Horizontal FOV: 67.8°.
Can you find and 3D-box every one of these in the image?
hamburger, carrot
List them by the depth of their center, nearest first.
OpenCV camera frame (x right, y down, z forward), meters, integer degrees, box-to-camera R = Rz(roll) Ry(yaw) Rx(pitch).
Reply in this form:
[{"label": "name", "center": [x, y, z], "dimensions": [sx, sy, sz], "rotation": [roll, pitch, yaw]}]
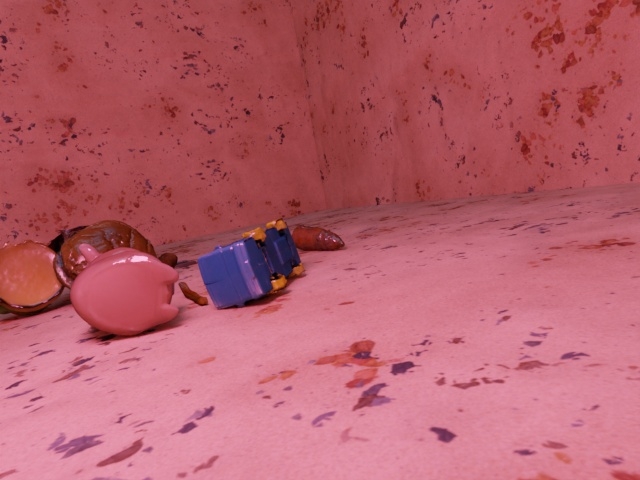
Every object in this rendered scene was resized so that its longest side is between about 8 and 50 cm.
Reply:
[{"label": "hamburger", "center": [-0.909, 0.124, 1.461], "dimensions": [0.237, 0.237, 0.149], "rotation": [-16, -11, -40]}, {"label": "hamburger", "center": [-0.663, 0.057, 1.496], "dimensions": [0.134, 0.265, 0.285], "rotation": [-47, 9, 30]}, {"label": "carrot", "center": [0.000, 0.000, 1.704], "dimensions": [0.101, 0.102, 0.263], "rotation": [-15, 14, -34]}]

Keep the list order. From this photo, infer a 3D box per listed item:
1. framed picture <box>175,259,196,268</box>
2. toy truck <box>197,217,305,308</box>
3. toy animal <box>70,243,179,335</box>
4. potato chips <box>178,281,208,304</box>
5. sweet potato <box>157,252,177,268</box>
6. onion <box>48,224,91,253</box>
[{"label": "framed picture", "center": [-0.635, 0.111, 1.972], "dimensions": [0.203, 0.015, 0.150], "rotation": [-15, 8, -35]}, {"label": "toy truck", "center": [-0.158, 0.053, 1.199], "dimensions": [0.162, 0.161, 0.385], "rotation": [-21, 5, 12]}, {"label": "toy animal", "center": [-0.427, 0.099, 1.043], "dimensions": [0.212, 0.195, 0.256], "rotation": [-4, 2, -20]}, {"label": "potato chips", "center": [-0.322, 0.139, 1.212], "dimensions": [0.026, 0.037, 0.204], "rotation": [-25, 18, -25]}, {"label": "sweet potato", "center": [-0.557, 0.105, 1.662], "dimensions": [0.077, 0.077, 0.244], "rotation": [-10, 19, 2]}, {"label": "onion", "center": [-0.799, 0.074, 1.698], "dimensions": [0.313, 0.233, 0.314], "rotation": [7, 33, -4]}]
